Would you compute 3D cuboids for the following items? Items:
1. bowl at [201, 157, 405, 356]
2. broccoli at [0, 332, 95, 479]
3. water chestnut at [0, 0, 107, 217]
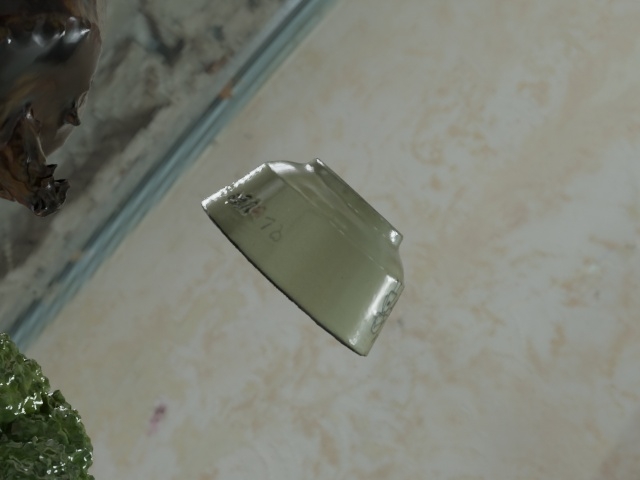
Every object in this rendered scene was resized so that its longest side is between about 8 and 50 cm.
[{"bbox_3d":[0.000,0.000,1.430,0.126,0.238,0.238,-47,-139,4],"label":"bowl"},{"bbox_3d":[-0.242,0.213,0.863,0.254,0.186,0.302,46,-60,10],"label":"broccoli"},{"bbox_3d":[-0.333,-0.150,1.277,0.350,0.350,0.302,-40,-105,14],"label":"water chestnut"}]
